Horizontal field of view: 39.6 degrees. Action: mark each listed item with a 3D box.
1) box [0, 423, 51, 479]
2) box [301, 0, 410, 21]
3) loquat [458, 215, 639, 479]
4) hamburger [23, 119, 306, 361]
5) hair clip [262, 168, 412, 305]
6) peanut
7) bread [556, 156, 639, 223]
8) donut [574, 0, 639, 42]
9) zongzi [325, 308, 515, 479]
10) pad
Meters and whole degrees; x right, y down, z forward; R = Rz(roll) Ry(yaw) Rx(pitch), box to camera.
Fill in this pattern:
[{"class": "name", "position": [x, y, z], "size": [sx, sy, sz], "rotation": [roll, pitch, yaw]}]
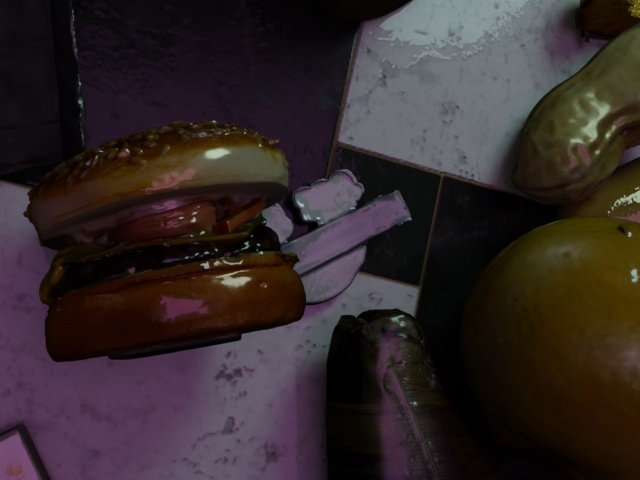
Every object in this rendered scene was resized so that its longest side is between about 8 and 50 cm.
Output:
[{"class": "box", "position": [-0.332, 0.390, 0.923], "size": [0.200, 0.065, 0.343], "rotation": [-25, 92, -17]}, {"class": "box", "position": [0.073, -0.433, 1.043], "size": [0.301, 0.216, 0.301], "rotation": [2, 83, -18]}, {"class": "loquat", "position": [0.333, 0.110, 1.000], "size": [0.328, 0.328, 0.359], "rotation": [42, 81, -8]}, {"class": "hamburger", "position": [-0.154, 0.003, 0.909], "size": [0.291, 0.291, 0.225], "rotation": [-11, 83, -17]}, {"class": "hair clip", "position": [0.000, 0.000, 1.066], "size": [0.220, 0.054, 0.140], "rotation": [-26, 97, -14]}, {"class": "peanut", "position": [0.363, -0.163, 1.130], "size": [0.305, 0.147, 0.147], "rotation": [-38, 96, -5]}, {"class": "bread", "position": [0.419, -0.028, 1.164], "size": [0.217, 0.098, 0.147], "rotation": [-30, 97, -15]}, {"class": "donut", "position": [0.422, -0.317, 1.172], "size": [0.181, 0.146, 0.078], "rotation": [0, 72, -1]}, {"class": "zongzi", "position": [0.146, 0.222, 1.044], "size": [0.288, 0.134, 0.286], "rotation": [1, 86, -21]}, {"class": "pad", "position": [-0.330, -0.189, 0.956], "size": [0.174, 0.022, 0.233], "rotation": [-9, 87, 19]}]
